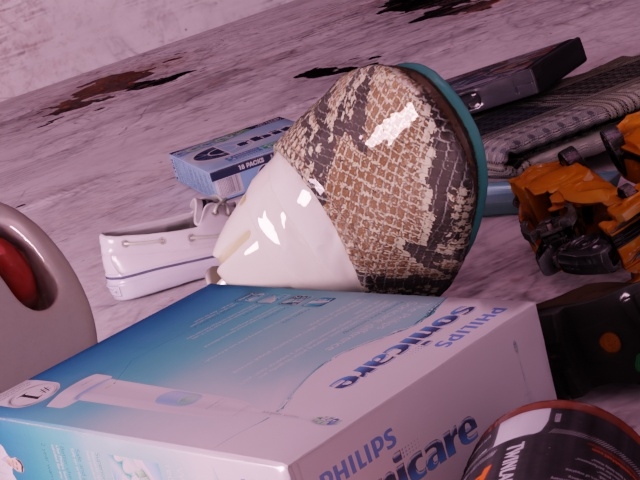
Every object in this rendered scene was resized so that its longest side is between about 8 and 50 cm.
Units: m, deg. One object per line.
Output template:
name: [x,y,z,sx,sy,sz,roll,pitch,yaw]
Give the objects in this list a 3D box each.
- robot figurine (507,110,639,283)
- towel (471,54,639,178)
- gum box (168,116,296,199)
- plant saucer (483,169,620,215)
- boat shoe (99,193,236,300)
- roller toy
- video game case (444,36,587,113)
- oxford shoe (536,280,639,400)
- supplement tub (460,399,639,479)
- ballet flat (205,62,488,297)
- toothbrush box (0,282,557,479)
robot figurine: [0.256,-0.032,1.285,0.211,0.085,0.291,-28,15,0]
towel: [0.271,-0.130,1.718,0.324,0.056,0.312,-22,10,-15]
gum box: [-0.086,-0.102,1.979,0.157,0.041,0.184,-20,17,-16]
plant saucer: [0.191,-0.042,1.546,0.192,0.018,0.067,-4,19,35]
boat shoe: [-0.109,-0.008,1.605,0.226,0.076,0.083,-19,16,-14]
roller toy: [-0.285,0.073,1.265,0.191,0.209,0.146,8,28,42]
video game case: [0.164,-0.170,1.878,0.248,0.035,0.275,-16,7,23]
oxford shoe: [0.223,0.053,1.065,0.227,0.083,0.096,-5,14,30]
supplement tub: [0.106,0.159,0.761,0.106,0.106,0.198,-11,16,17]
ballet flat: [0.000,0.000,1.211,0.182,0.164,0.483,-30,-3,-8]
toothbrush box: [-0.032,0.124,0.974,0.295,0.126,0.216,0,21,45]
